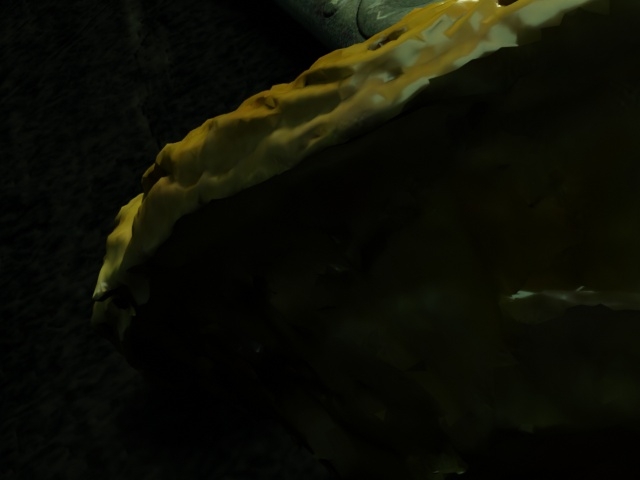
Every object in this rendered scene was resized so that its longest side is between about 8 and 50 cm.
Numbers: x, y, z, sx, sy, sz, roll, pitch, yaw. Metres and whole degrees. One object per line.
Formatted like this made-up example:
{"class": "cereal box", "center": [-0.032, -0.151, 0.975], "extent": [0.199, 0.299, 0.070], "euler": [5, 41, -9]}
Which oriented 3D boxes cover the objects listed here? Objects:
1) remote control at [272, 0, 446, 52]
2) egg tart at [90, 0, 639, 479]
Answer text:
{"class": "remote control", "center": [0.032, -0.149, 1.104], "extent": [0.107, 0.044, 0.377], "euler": [-36, 33, -4]}
{"class": "egg tart", "center": [0.101, 0.012, 0.659], "extent": [0.352, 0.352, 0.150], "euler": [-21, 73, 13]}
